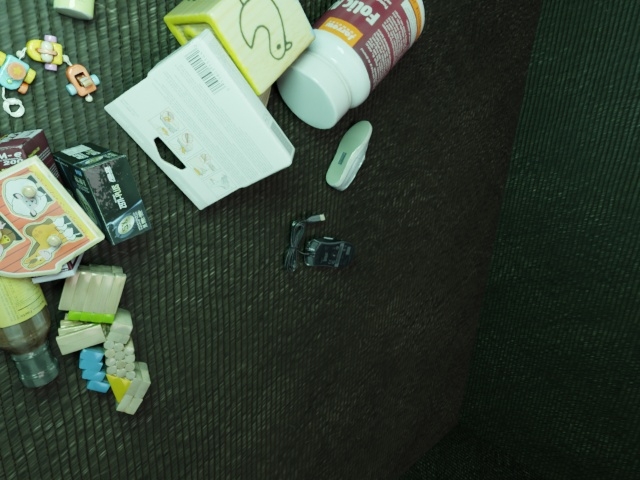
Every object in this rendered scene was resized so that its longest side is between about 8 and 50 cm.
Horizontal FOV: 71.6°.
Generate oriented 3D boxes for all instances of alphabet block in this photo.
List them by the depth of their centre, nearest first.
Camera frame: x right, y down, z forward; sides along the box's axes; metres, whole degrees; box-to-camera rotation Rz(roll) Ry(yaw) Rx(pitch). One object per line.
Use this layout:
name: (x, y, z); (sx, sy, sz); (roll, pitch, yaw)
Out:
alphabet block: (-0.166, -0.445, 0.934); (0.197, 0.193, 0.192); (-53, 134, -17)

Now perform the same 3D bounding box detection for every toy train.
toy train: (-0.480, -0.286, 0.780); (0.166, 0.046, 0.125); (-36, 129, -31)

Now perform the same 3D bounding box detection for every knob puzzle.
knob puzzle: (-0.485, -0.015, 0.709); (0.213, 0.030, 0.213); (-12, 118, -23)

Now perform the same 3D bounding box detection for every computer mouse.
computer mouse: (0.000, 0.000, 1.397); (0.262, 0.060, 0.184); (-4, 113, -33)

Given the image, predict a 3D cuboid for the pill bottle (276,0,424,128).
pill bottle: (0.077, -0.490, 1.146); (0.392, 0.224, 0.224); (-52, 136, -18)

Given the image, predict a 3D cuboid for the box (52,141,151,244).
box: (-0.412, -0.093, 0.832); (0.077, 0.180, 0.147); (-31, 127, -35)

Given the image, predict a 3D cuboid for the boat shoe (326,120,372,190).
boat shoe: (0.097, -0.260, 1.381); (0.228, 0.079, 0.081); (-61, 147, -1)

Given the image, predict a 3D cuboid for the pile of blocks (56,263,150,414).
pile of blocks: (-0.473, 0.207, 0.961); (0.148, 0.112, 0.362); (-13, 112, -23)

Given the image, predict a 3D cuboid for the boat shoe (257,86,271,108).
boat shoe: (-0.189, -0.256, 1.058); (0.098, 0.109, 0.302); (18, 98, -53)

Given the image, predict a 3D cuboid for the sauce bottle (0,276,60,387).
sauce bottle: (-0.568, 0.117, 0.811); (0.111, 0.111, 0.345); (-24, 123, -38)

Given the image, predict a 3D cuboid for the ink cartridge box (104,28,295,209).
ink cartridge box: (-0.242, -0.232, 0.925); (0.296, 0.261, 0.066); (52, 28, -32)

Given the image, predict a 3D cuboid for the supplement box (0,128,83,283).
supplement box: (-0.498, -0.061, 0.784); (0.073, 0.130, 0.240); (-12, 117, -12)

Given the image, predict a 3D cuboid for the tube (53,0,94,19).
tube: (-0.413, -0.509, 0.752); (0.070, 0.062, 0.240); (-33, 131, -79)
